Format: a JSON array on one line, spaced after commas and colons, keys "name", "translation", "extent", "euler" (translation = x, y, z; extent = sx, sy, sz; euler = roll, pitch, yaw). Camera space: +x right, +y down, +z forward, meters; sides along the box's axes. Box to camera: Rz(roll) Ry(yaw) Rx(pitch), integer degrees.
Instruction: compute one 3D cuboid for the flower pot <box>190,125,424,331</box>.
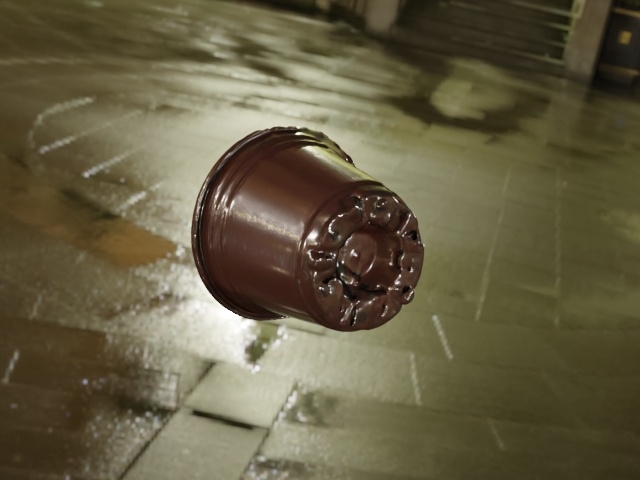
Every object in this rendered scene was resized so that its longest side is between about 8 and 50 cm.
[{"name": "flower pot", "translation": [0.000, 0.000, 0.553], "extent": [0.111, 0.111, 0.089], "euler": [0, 12, -33]}]
